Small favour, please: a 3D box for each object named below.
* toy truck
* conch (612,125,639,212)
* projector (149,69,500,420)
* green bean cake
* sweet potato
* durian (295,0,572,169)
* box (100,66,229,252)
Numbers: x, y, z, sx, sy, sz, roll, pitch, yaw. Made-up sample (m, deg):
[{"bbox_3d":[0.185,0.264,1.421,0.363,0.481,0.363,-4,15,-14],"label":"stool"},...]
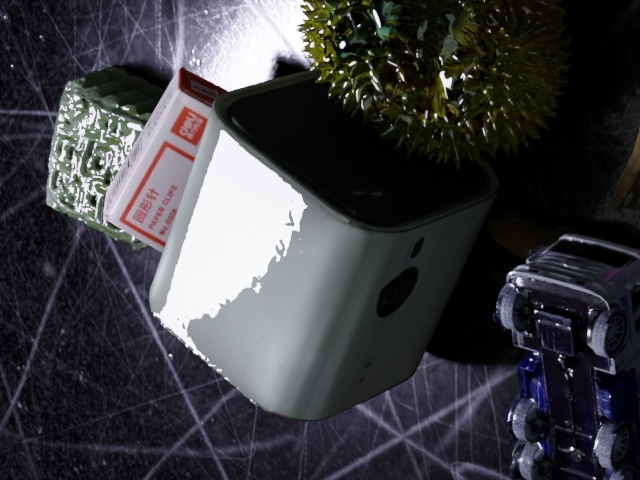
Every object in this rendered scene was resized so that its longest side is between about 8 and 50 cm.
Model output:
[{"bbox_3d":[0.259,0.120,1.816,0.124,0.155,0.268,16,129,35],"label":"toy truck"},{"bbox_3d":[0.335,-0.148,1.782,0.109,0.093,0.330,11,140,-4],"label":"conch"},{"bbox_3d":[0.000,0.000,1.976,0.248,0.249,0.249,38,125,25],"label":"projector"},{"bbox_3d":[-0.231,-0.094,2.249,0.181,0.094,0.173,27,116,31],"label":"green bean cake"},{"bbox_3d":[0.253,0.019,1.904,0.274,0.067,0.067,28,118,37],"label":"sweet potato"},{"bbox_3d":[0.108,-0.213,1.871,0.291,0.224,0.291,7,130,8],"label":"durian"},{"bbox_3d":[-0.140,-0.075,2.118,0.133,0.099,0.182,29,107,-13],"label":"box"}]
